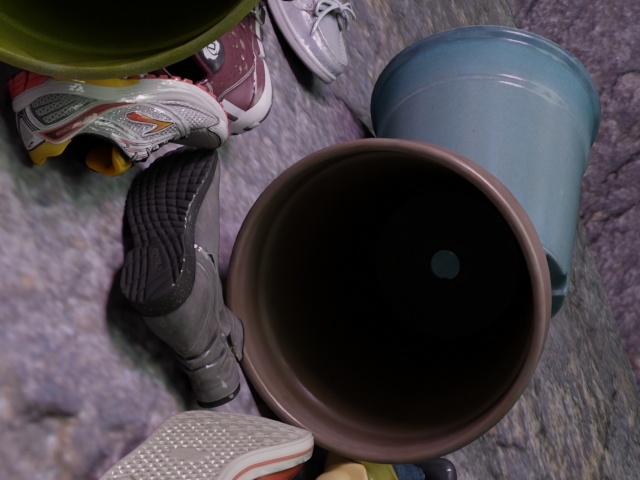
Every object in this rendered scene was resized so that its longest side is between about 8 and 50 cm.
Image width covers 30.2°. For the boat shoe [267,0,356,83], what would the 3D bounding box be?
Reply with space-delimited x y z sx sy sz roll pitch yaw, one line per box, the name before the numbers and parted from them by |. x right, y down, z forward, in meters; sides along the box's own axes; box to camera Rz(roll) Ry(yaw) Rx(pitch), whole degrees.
boat shoe | -0.015 -0.374 1.677 0.118 0.103 0.320 27 45 -57

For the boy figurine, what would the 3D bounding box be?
boy figurine | 0.062 0.271 1.270 0.285 0.092 0.177 28 49 -61

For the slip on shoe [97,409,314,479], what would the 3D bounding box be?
slip on shoe | -0.095 0.211 0.983 0.331 0.123 0.101 -22 121 -72

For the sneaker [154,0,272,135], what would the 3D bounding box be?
sneaker | -0.138 -0.265 1.313 0.162 0.106 0.281 20 52 -56

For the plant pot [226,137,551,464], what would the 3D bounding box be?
plant pot | 0.103 0.043 1.268 0.323 0.323 0.280 67 23 1

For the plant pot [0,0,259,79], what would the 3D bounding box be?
plant pot | -0.166 -0.346 1.068 0.366 0.367 0.353 63 12 -10

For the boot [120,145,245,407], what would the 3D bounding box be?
boot | -0.121 0.031 1.138 0.246 0.084 0.161 -85 157 -48

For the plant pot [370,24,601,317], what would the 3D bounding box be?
plant pot | 0.221 -0.061 1.662 0.341 0.341 0.334 49 37 -37

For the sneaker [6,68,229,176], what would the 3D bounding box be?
sneaker | -0.179 -0.098 1.076 0.225 0.088 0.092 1 75 -42
